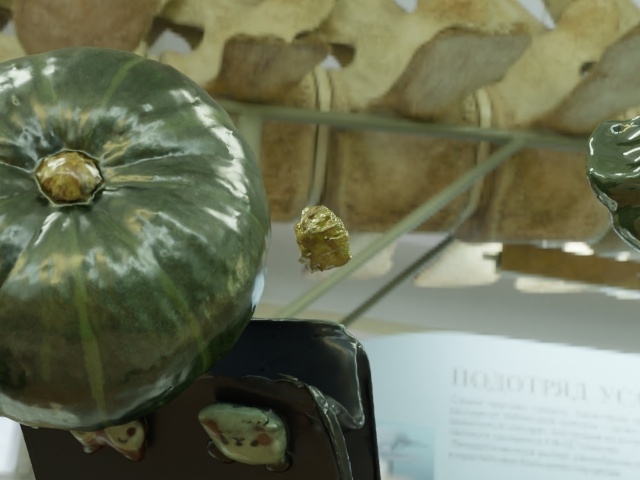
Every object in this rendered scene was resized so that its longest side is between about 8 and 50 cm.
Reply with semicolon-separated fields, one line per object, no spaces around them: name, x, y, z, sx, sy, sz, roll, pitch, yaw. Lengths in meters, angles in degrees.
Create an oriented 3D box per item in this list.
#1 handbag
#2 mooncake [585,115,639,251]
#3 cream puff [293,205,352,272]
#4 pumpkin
handbag;-0.098;0.233;0.966;0.304;0.329;0.122;1;20;20
mooncake;0.309;-0.067;0.911;0.169;0.104;0.175;28;-48;12
cream puff;0.000;0.000;1.363;0.083;0.058;0.083;43;-47;12
pumpkin;-0.182;-0.003;0.840;0.300;0.300;0.207;4;-29;1
